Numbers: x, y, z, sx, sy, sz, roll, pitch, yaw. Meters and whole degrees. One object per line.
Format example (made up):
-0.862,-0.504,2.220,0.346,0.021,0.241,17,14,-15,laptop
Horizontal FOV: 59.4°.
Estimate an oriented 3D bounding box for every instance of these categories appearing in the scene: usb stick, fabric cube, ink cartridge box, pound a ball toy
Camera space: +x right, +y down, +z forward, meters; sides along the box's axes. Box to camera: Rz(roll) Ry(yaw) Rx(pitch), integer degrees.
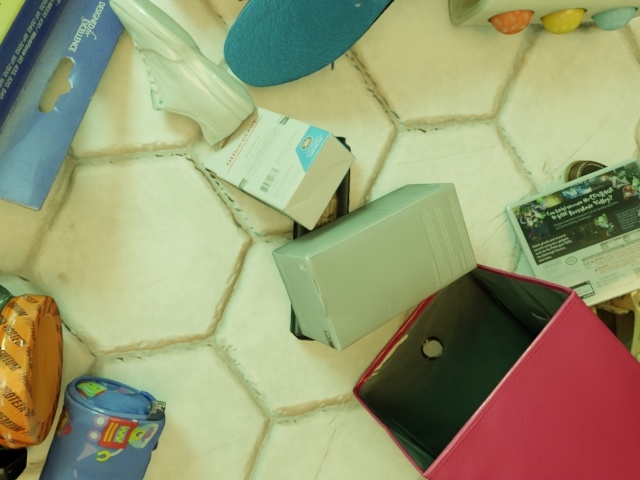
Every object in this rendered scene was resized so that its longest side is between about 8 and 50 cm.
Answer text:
0.000,0.000,0.755,0.077,0.045,0.278,1,95,-8,usb stick
0.244,0.213,0.721,0.258,0.259,0.254,41,85,-15,fabric cube
-0.057,-0.097,0.695,0.060,0.180,0.104,33,87,-47,ink cartridge box
-0.395,-0.218,0.582,0.307,0.072,0.304,17,66,-11,ink cartridge box
0.308,-0.341,0.708,0.319,0.208,0.136,-7,96,-12,pound a ball toy

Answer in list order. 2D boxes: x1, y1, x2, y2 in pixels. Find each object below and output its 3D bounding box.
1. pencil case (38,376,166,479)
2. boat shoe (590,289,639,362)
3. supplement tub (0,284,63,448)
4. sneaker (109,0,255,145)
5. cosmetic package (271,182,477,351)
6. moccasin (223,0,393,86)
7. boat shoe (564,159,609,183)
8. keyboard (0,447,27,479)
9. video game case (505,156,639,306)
-0.284,0.320,0.686,0.133,0.119,0.306,18,91,-42,pencil case
0.450,0.118,0.834,0.089,0.104,0.285,-20,100,-13,boat shoe
-0.466,0.138,0.583,0.338,0.207,0.207,1,95,-13,supplement tub
-0.185,-0.206,0.682,0.094,0.080,0.212,-42,101,19,sneaker
0.073,0.024,0.711,0.238,0.107,0.127,-24,105,-24,cosmetic package
0.033,-0.311,0.690,0.342,0.117,0.138,-31,116,15,moccasin
0.459,-0.049,0.838,0.207,0.073,0.073,36,89,-12,boat shoe
-0.497,0.260,0.591,0.317,0.201,0.033,0,81,-12,keyboard
0.385,-0.004,0.788,0.190,0.022,0.173,-22,76,11,video game case
